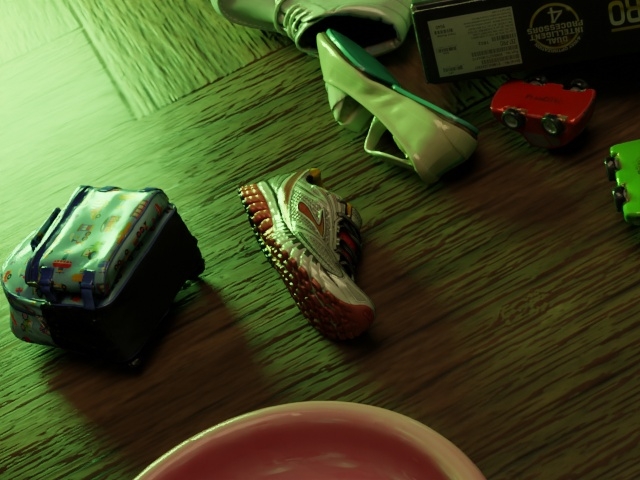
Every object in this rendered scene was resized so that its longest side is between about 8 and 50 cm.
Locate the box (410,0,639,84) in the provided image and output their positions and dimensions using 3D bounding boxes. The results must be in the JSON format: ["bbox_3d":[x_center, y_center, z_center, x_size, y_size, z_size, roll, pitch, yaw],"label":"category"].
[{"bbox_3d":[0.299,-0.293,1.334,0.394,0.097,0.318,-9,33,14],"label":"box"}]

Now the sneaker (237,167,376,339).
[{"bbox_3d":[0.000,0.000,1.188,0.092,0.088,0.225,-25,41,-6],"label":"sneaker"}]

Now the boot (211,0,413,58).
[{"bbox_3d":[-0.017,-0.255,1.462,0.258,0.095,0.123,0,39,21],"label":"boot"}]

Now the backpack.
[{"bbox_3d":[-0.220,0.026,1.233,0.173,0.117,0.158,6,47,32],"label":"backpack"}]

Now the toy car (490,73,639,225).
[{"bbox_3d":[0.280,-0.084,1.186,0.239,0.053,0.225,-12,42,12],"label":"toy car"}]

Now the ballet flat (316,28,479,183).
[{"bbox_3d":[0.056,-0.131,1.318,0.086,0.086,0.248,-33,44,-14],"label":"ballet flat"}]

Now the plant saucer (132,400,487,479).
[{"bbox_3d":[-0.022,0.263,0.916,0.332,0.084,0.332,-11,42,10],"label":"plant saucer"}]
